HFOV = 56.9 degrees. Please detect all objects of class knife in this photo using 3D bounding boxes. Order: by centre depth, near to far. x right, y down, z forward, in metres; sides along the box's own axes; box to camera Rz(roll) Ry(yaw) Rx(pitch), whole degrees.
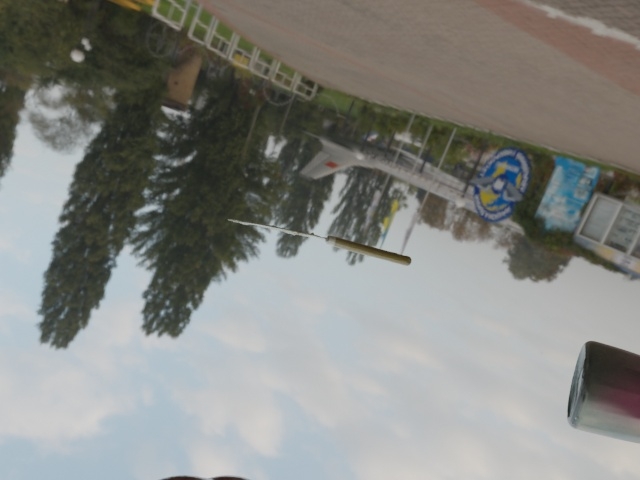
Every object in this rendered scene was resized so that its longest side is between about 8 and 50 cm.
[{"bbox_3d":[0.001,-0.003,0.928,0.297,0.017,0.047,15,-176,-1],"label":"knife"}]

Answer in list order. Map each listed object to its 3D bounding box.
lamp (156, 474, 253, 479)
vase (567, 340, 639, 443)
[{"bbox_3d":[-0.070,0.227,0.334,0.182,0.140,0.182,26,-150,-16],"label":"lamp"},{"bbox_3d":[0.346,0.160,0.537,0.214,0.086,0.086,13,-172,19],"label":"vase"}]
